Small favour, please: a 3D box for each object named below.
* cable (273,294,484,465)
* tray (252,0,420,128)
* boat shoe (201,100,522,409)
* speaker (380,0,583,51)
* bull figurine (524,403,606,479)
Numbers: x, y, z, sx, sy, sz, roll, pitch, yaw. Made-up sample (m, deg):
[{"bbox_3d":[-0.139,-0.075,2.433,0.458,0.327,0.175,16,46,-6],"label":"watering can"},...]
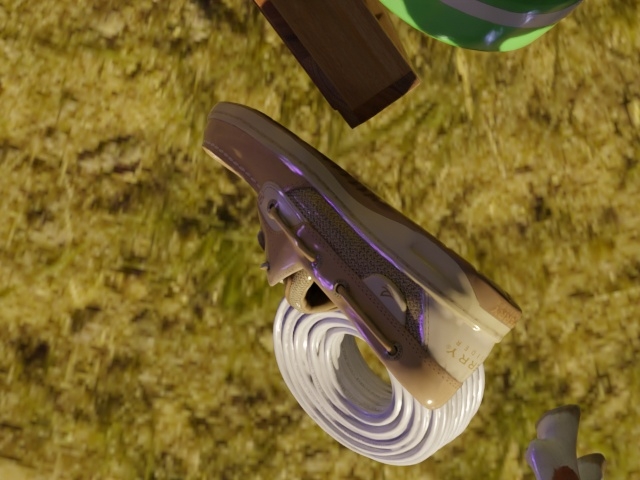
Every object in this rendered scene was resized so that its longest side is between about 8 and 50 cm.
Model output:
[{"bbox_3d":[0.062,0.134,1.543,0.257,0.089,0.257,52,141,5],"label":"cable"},{"bbox_3d":[-0.025,-0.264,1.201,0.076,0.411,0.203,-35,114,10],"label":"tray"},{"bbox_3d":[0.000,0.000,1.042,0.110,0.341,0.121,-54,138,3],"label":"boat shoe"},{"bbox_3d":[0.116,-0.217,0.541,0.131,0.131,0.296,19,135,-14],"label":"speaker"},{"bbox_3d":[0.216,0.152,0.576,0.310,0.188,0.101,-4,145,-31],"label":"bull figurine"}]
